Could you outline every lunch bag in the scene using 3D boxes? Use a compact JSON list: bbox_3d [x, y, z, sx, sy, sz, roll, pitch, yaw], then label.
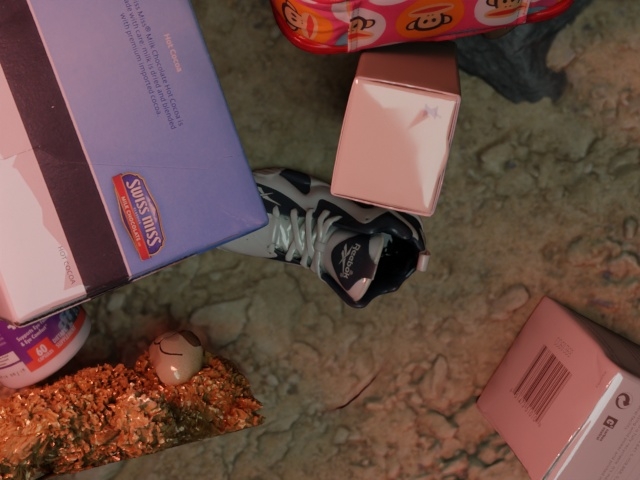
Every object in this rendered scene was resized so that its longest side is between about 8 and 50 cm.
[{"bbox_3d":[0.081,-0.309,1.379,0.293,0.258,0.120,-10,156,-8],"label":"lunch bag"}]

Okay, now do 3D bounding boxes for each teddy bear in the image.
[{"bbox_3d":[-0.226,0.164,1.465,0.338,0.245,0.113,-14,87,-8],"label":"teddy bear"}]

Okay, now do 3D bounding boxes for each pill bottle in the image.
[{"bbox_3d":[-0.313,0.038,1.458,0.108,0.108,0.193,-34,114,0],"label":"pill bottle"}]

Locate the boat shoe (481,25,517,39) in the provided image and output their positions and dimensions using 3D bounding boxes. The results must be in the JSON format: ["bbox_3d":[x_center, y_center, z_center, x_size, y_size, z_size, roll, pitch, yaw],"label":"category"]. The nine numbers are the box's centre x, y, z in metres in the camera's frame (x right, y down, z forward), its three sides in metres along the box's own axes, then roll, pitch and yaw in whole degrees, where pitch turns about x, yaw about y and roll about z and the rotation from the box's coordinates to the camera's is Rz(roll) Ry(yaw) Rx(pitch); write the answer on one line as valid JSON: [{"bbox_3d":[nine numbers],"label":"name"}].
[{"bbox_3d":[0.229,-0.310,1.475,0.257,0.095,0.095,-43,104,2],"label":"boat shoe"}]

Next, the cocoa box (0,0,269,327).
[{"bbox_3d":[-0.227,-0.131,1.290,0.228,0.231,0.347,-22,97,-19],"label":"cocoa box"}]

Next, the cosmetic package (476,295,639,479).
[{"bbox_3d":[0.384,0.231,1.647,0.385,0.217,0.156,29,100,-19],"label":"cosmetic package"}]

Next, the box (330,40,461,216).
[{"bbox_3d":[0.071,-0.116,1.400,0.094,0.275,0.113,12,106,1],"label":"box"}]

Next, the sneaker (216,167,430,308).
[{"bbox_3d":[0.000,0.000,1.498,0.235,0.153,0.094,11,106,-17],"label":"sneaker"}]
